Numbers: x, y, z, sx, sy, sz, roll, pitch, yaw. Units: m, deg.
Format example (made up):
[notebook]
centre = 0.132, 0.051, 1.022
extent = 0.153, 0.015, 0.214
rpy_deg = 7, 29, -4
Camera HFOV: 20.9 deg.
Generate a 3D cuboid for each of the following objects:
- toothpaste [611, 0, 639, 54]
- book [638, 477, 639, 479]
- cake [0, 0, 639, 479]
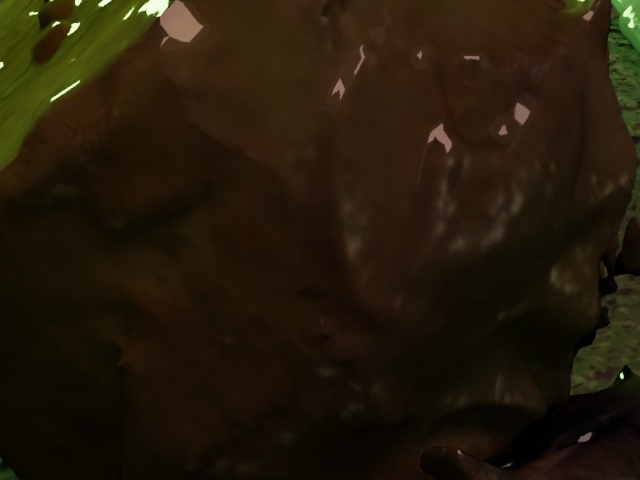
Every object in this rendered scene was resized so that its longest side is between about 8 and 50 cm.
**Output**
[toothpaste]
centre = 0.266, -0.108, 1.202
extent = 0.067, 0.037, 0.255
rpy_deg = 0, 38, -29
[book]
centre = 0.189, 0.154, 0.703
extent = 0.310, 0.021, 0.217
rpy_deg = -27, 38, -26
[cake]
centre = -0.007, 0.005, 0.768
extent = 0.321, 0.332, 0.332
rpy_deg = 46, 28, -19
